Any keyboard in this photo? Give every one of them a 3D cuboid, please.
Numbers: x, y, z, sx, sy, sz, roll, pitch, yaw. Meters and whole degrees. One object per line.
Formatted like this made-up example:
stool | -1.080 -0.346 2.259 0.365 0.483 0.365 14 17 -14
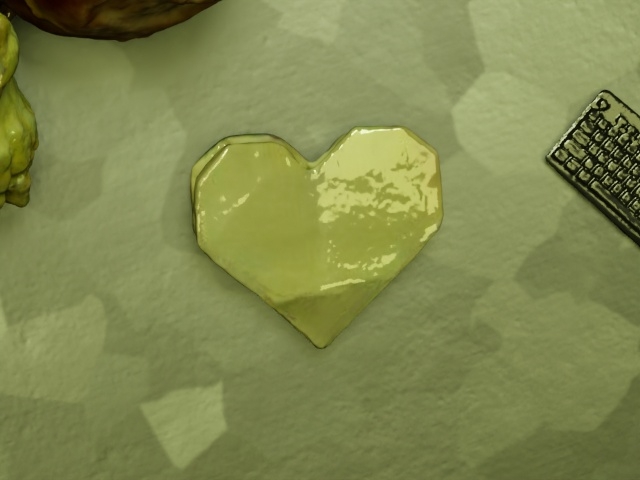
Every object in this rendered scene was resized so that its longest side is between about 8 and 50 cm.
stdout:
keyboard | 0.303 -0.019 1.223 0.250 0.017 0.087 41 92 -9

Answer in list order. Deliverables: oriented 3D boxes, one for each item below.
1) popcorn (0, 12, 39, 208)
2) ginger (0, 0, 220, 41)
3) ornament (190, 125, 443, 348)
popcorn | -0.295 -0.099 1.067 0.168 0.173 0.195 4 132 1
ginger | -0.151 -0.280 1.021 0.274 0.152 0.357 47 130 15
ornament | 0.000 0.000 1.171 0.201 0.059 0.180 -5 100 -8
